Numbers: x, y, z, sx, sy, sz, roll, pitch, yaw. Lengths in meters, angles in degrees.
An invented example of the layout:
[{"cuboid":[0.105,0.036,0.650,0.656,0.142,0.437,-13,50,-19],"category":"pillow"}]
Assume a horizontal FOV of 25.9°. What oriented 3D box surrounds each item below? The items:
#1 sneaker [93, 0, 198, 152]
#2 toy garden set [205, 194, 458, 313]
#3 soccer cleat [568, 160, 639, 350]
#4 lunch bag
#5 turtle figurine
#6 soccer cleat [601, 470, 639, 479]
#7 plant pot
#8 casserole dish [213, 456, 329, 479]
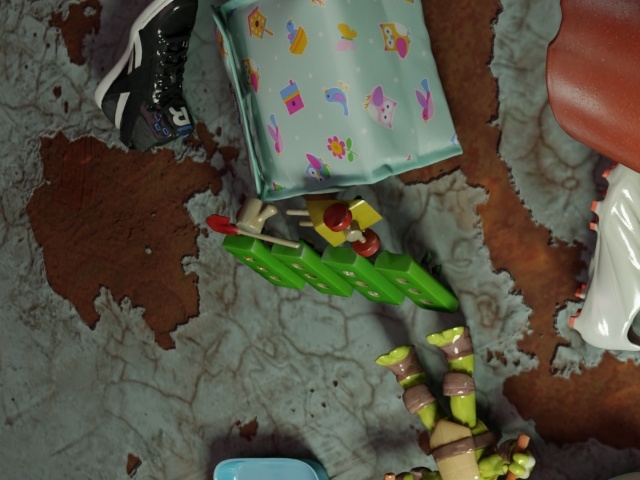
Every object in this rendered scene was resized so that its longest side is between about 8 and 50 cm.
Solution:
[{"cuboid":[-0.171,-0.186,1.601,0.121,0.079,0.217,53,135,12],"category":"sneaker"},{"cuboid":[0.000,0.000,1.444,0.244,0.204,0.049,8,69,37],"category":"toy garden set"},{"cuboid":[0.285,0.009,1.289,0.076,0.068,0.196,15,112,20],"category":"soccer cleat"},{"cuboid":[-0.011,-0.159,1.425,0.262,0.160,0.223,-6,101,51],"category":"lunch bag"},{"cuboid":[0.149,0.201,1.421,0.269,0.087,0.217,-28,75,48],"category":"turtle figurine"},{"cuboid":[0.212,0.317,1.359,0.331,0.143,0.116,-40,75,37],"category":"soccer cleat"},{"cuboid":[0.337,-0.129,1.079,0.265,0.272,0.272,28,116,40],"category":"plant pot"},{"cuboid":[-0.050,0.306,1.634,0.188,0.037,0.114,-8,95,39],"category":"casserole dish"}]
